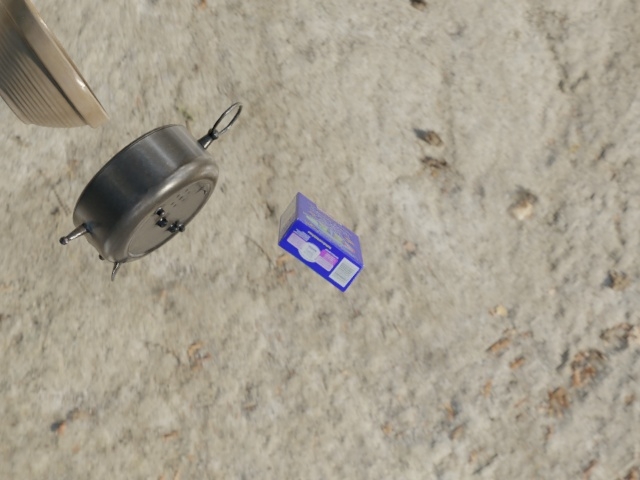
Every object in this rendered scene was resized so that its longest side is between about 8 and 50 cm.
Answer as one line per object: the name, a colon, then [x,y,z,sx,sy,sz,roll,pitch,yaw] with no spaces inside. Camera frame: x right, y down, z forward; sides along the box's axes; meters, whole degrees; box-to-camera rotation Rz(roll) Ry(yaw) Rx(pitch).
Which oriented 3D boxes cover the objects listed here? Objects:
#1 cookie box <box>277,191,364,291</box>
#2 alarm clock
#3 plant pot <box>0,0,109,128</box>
cookie box: [0.000,0.000,1.053,0.091,0.107,0.040,36,104,-11]
alarm clock: [-0.134,-0.051,0.835,0.064,0.129,0.192,43,88,10]
plant pot: [-0.419,-0.248,1.391,0.109,0.237,0.237,-34,115,-5]
